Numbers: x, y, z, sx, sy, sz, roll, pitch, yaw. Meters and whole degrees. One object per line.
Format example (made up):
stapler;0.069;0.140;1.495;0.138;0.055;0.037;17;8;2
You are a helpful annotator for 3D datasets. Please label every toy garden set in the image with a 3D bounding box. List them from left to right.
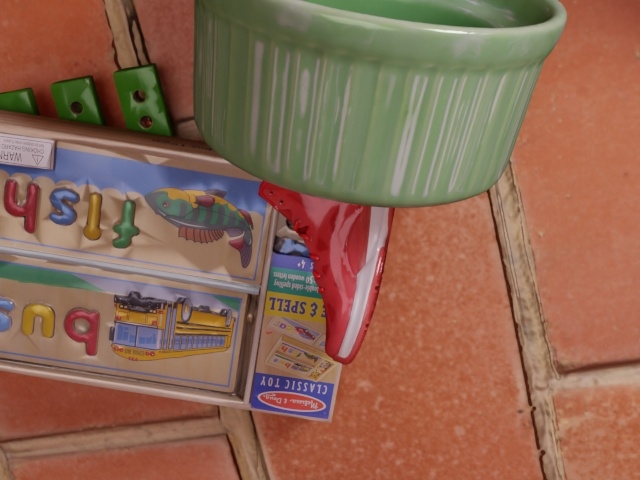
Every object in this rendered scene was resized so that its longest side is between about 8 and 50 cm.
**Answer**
toy garden set;-0.260;-0.068;1.016;0.244;0.049;0.204;-8;109;10

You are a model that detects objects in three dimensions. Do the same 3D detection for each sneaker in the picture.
sneaker;0.000;0.000;0.908;0.128;0.087;0.221;12;97;5

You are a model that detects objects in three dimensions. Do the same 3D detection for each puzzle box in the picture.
puzzle box;-0.165;0.030;0.982;0.408;0.052;0.272;9;110;-2

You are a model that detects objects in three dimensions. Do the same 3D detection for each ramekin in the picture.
ramekin;0.035;-0.147;0.796;0.303;0.303;0.148;14;117;8
